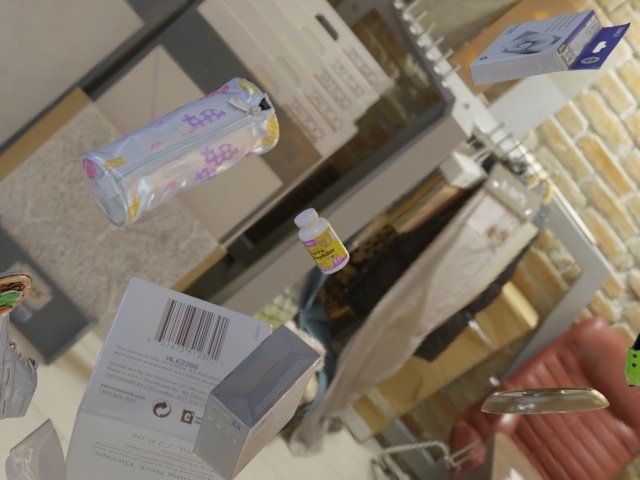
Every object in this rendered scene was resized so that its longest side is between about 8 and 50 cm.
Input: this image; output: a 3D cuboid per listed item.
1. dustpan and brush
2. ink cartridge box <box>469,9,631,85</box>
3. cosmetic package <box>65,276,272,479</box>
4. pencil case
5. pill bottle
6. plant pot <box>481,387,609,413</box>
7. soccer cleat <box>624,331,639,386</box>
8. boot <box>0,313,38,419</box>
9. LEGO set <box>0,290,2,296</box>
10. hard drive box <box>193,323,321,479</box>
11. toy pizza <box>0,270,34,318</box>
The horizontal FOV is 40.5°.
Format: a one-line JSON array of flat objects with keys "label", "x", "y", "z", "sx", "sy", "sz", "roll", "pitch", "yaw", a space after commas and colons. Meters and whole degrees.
[{"label": "dustpan and brush", "x": -0.474, "y": 0.430, "z": 1.478, "sx": 0.147, "sy": 0.060, "sz": 0.211, "roll": -46, "pitch": 115, "yaw": -74}, {"label": "ink cartridge box", "x": 0.403, "y": -0.344, "z": 1.518, "sx": 0.223, "sy": 0.224, "sz": 0.045, "roll": -46, "pitch": 125, "yaw": -46}, {"label": "cosmetic package", "x": -0.333, "y": 0.351, "z": 1.870, "sx": 0.329, "sy": 0.394, "sz": 0.327, "roll": 19, "pitch": 51, "yaw": -8}, {"label": "pencil case", "x": -0.186, "y": -0.121, "z": 1.177, "sx": 0.124, "sy": 0.273, "sz": 0.113, "roll": 10, "pitch": -53, "yaw": 57}, {"label": "pill bottle", "x": 0.000, "y": 0.000, "z": 1.130, "sx": 0.083, "sy": 0.043, "sz": 0.043, "roll": 57, "pitch": 18, "yaw": -21}, {"label": "plant pot", "x": 0.421, "y": 0.301, "z": 1.640, "sx": 0.236, "sy": 0.236, "sz": 0.032, "roll": 8, "pitch": 76, "yaw": -62}, {"label": "soccer cleat", "x": 0.484, "y": 0.150, "z": 1.242, "sx": 0.179, "sy": 0.060, "sz": 0.072, "roll": -27, "pitch": 117, "yaw": -47}, {"label": "boot", "x": -0.614, "y": 0.230, "z": 1.698, "sx": 0.123, "sy": 0.258, "sz": 0.095, "roll": 4, "pitch": 15, "yaw": -43}, {"label": "LEGO set", "x": -0.536, "y": 0.085, "z": 1.351, "sx": 0.083, "sy": 0.023, "sz": 0.054, "roll": 30, "pitch": 42, "yaw": 31}, {"label": "hard drive box", "x": -0.108, "y": 0.274, "z": 1.441, "sx": 0.089, "sy": 0.232, "sz": 0.181, "roll": 38, "pitch": 53, "yaw": 14}, {"label": "toy pizza", "x": -0.587, "y": 0.119, "z": 1.501, "sx": 0.032, "sy": 0.201, "sz": 0.201, "roll": 57, "pitch": 21, "yaw": 12}]
